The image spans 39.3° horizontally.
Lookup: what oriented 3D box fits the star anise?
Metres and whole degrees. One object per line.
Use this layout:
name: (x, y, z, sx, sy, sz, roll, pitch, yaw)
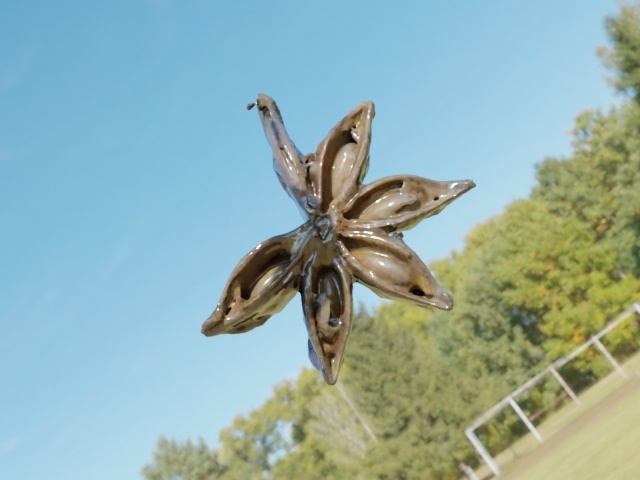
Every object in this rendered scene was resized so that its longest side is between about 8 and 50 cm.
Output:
star anise: (0.017, 0.000, 0.631, 0.172, 0.208, 0.063, 8, -18, 6)
